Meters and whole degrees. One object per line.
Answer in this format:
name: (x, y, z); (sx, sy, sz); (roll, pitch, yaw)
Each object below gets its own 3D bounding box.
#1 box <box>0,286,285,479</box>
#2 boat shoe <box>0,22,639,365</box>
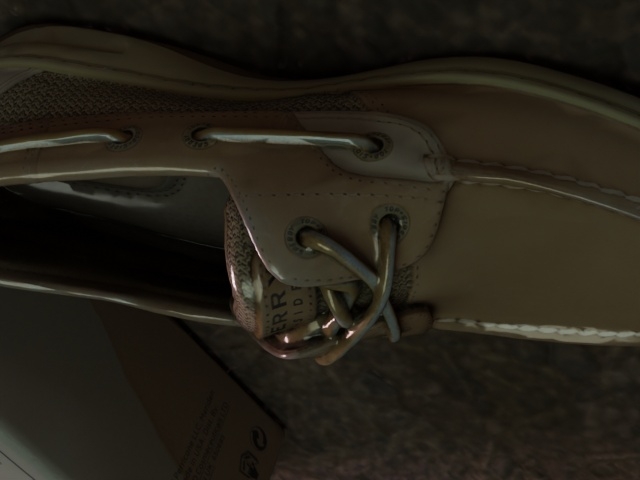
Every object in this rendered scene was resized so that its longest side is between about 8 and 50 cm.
box: (-0.176, 0.060, 0.575); (0.148, 0.121, 0.311); (-20, 122, 35)
boat shoe: (0.000, 0.000, 0.454); (0.341, 0.110, 0.121); (8, 134, 15)
